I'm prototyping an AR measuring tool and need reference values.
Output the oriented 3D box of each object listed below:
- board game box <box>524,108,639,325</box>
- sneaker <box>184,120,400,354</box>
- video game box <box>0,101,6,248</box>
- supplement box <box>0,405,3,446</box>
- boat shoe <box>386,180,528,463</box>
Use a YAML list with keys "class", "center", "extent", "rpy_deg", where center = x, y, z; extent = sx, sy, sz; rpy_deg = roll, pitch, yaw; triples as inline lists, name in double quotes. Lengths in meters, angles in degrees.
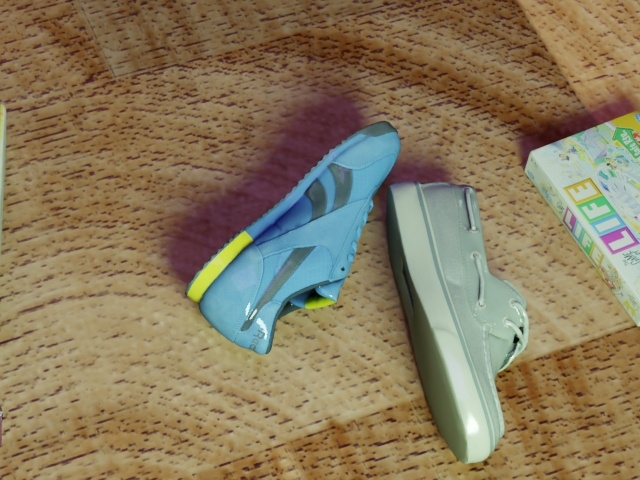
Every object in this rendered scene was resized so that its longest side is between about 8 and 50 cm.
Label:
- class: "board game box"
  center: [0.234, -0.019, 1.427]
  extent: [0.103, 0.026, 0.154]
  rpy_deg: [-22, 60, -20]
- class: "sneaker"
  center: [0.000, 0.000, 1.366]
  extent: [0.082, 0.069, 0.209]
  rpy_deg: [41, 60, 9]
- class: "video game box"
  center: [-0.310, -0.020, 1.325]
  extent: [0.187, 0.048, 0.205]
  rpy_deg: [-2, 40, -5]
- class: "supplement box"
  center: [-0.245, 0.098, 1.275]
  extent: [0.055, 0.043, 0.083]
  rpy_deg: [-13, 56, -19]
- class: "boat shoe"
  center: [0.102, 0.047, 1.332]
  extent: [0.081, 0.079, 0.227]
  rpy_deg: [-8, 52, -7]
